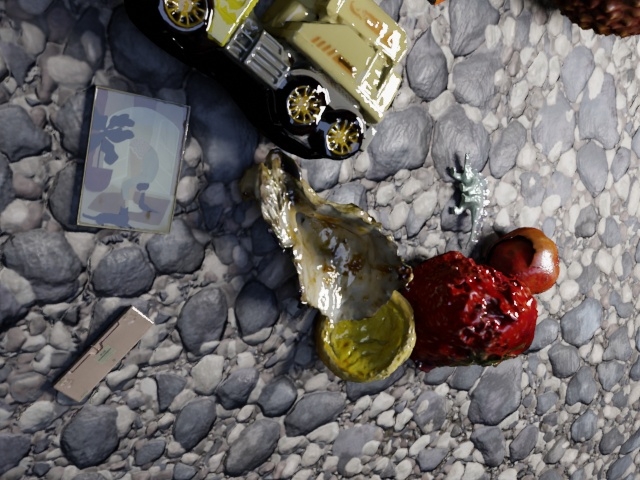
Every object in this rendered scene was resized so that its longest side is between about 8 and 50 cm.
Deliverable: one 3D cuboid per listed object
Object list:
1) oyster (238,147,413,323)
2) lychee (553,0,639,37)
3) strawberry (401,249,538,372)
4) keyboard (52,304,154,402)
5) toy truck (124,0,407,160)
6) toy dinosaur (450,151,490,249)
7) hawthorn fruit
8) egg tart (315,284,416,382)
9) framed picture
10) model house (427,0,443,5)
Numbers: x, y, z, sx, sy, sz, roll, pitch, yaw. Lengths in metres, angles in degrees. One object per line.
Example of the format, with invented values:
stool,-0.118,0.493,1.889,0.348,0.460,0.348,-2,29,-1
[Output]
oyster,-0.006,0.005,0.934,0.198,0.133,0.337,-46,114,4
lychee,0.557,-0.517,1.003,0.331,0.306,0.305,9,101,-2
strawberry,0.277,0.129,1.077,0.274,0.274,0.220,5,64,-30
keyboard,-0.336,0.173,0.871,0.166,0.017,0.055,-47,125,-9
toy truck,-0.058,-0.294,0.791,0.405,0.181,0.253,33,89,-32
toy dinosaur,0.306,-0.077,1.132,0.082,0.039,0.208,-15,112,-26
hawthorn fruit,0.411,0.050,1.174,0.172,0.148,0.148,-15,112,-3
egg tart,0.083,0.169,1.029,0.191,0.191,0.074,-53,159,-5
framed picture,-0.273,-0.112,0.825,0.136,0.010,0.200,7,102,-29
model house,0.255,-0.485,0.892,0.294,0.207,0.153,-31,120,-17
